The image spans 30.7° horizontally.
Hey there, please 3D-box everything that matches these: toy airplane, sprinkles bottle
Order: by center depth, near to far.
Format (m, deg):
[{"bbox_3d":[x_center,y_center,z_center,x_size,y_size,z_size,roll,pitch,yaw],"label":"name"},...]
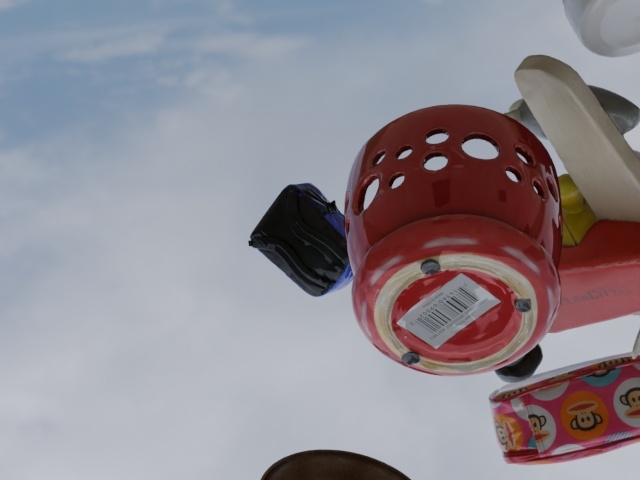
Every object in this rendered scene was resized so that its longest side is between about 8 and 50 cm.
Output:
[{"bbox_3d":[0.345,-0.011,1.283,0.384,0.386,0.272,19,-133,5],"label":"toy airplane"},{"bbox_3d":[0.282,-0.363,1.303,0.121,0.121,0.355,-10,-128,-10],"label":"sprinkles bottle"}]

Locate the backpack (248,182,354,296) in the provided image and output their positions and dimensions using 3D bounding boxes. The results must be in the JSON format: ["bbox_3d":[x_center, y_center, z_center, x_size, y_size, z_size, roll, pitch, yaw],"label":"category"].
[{"bbox_3d":[0.000,0.000,1.355,0.120,0.098,0.101,44,-153,20],"label":"backpack"}]

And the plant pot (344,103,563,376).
[{"bbox_3d":[0.115,0.009,0.988,0.191,0.191,0.174,-2,-139,4],"label":"plant pot"}]

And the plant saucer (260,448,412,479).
[{"bbox_3d":[0.026,0.301,1.269,0.198,0.036,0.198,10,-154,-5],"label":"plant saucer"}]

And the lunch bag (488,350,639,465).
[{"bbox_3d":[0.391,0.224,1.652,0.293,0.120,0.258,-16,177,14],"label":"lunch bag"}]
